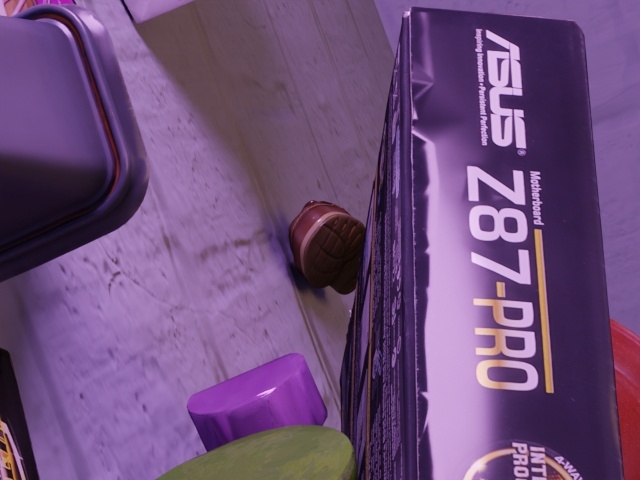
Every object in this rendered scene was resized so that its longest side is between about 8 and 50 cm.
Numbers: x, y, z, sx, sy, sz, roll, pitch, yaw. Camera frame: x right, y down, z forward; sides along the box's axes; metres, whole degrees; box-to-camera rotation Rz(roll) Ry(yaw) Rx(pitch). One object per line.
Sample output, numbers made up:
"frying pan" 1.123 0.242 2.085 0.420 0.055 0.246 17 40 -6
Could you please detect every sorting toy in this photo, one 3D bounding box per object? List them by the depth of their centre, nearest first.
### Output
"sorting toy" -0.024 0.174 0.865 0.365 0.127 0.126 -80 147 -72

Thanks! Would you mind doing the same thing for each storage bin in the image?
"storage bin" -0.143 -0.035 0.654 0.091 0.135 0.098 12 59 -67

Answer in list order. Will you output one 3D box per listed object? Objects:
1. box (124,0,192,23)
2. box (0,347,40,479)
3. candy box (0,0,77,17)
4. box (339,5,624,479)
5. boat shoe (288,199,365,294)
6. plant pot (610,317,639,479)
"box" -0.075 -0.286 1.399 0.290 0.169 0.087 -93 158 -56
"box" -0.127 0.157 0.493 0.257 0.079 0.322 48 24 -70
"candy box" -0.174 -0.123 0.807 0.159 0.071 0.233 -96 163 -53
"box" 0.062 0.142 0.895 0.318 0.097 0.395 100 -8 -51
"boat shoe" 0.000 0.000 1.581 0.060 0.064 0.178 41 1 16
"plant pot" 0.110 0.189 1.262 0.272 0.272 0.265 70 18 -1
